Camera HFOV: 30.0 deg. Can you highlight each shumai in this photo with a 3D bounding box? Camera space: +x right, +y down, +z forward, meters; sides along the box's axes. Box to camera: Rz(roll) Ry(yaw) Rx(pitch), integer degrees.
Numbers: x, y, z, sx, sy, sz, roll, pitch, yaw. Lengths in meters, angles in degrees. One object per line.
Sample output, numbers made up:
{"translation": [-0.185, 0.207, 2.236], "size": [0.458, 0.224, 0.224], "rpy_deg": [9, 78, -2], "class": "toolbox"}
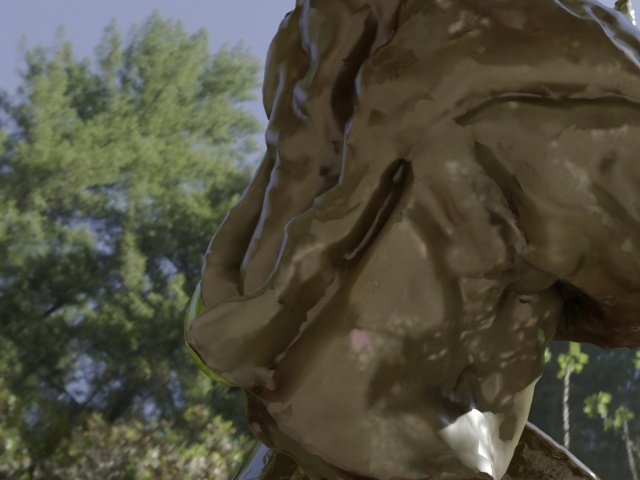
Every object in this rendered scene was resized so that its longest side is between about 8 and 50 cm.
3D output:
{"translation": [0.018, -0.016, 0.438], "size": [0.218, 0.185, 0.184], "rpy_deg": [46, -30, 27], "class": "shumai"}

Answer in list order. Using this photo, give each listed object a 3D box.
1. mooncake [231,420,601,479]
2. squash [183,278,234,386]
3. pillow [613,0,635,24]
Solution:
{"translation": [0.073, 0.212, 0.817], "size": [0.284, 0.156, 0.284], "rpy_deg": [29, -24, 14], "class": "mooncake"}
{"translation": [-0.002, 0.006, 1.095], "size": [0.118, 0.370, 0.118], "rpy_deg": [16, -52, 22], "class": "squash"}
{"translation": [0.280, -0.079, 1.245], "size": [0.076, 0.280, 0.274], "rpy_deg": [0, -64, 39], "class": "pillow"}
